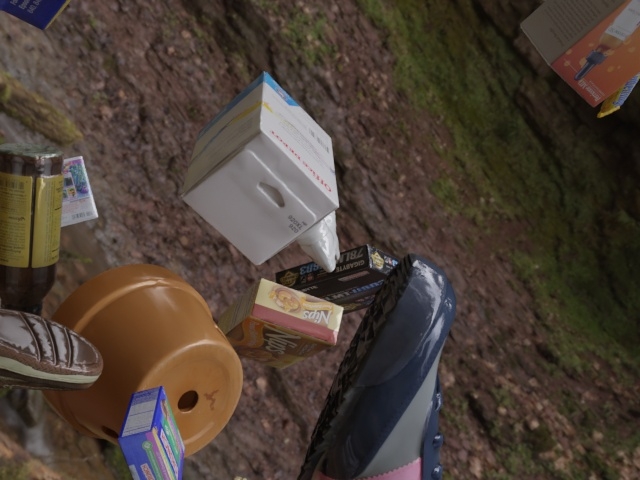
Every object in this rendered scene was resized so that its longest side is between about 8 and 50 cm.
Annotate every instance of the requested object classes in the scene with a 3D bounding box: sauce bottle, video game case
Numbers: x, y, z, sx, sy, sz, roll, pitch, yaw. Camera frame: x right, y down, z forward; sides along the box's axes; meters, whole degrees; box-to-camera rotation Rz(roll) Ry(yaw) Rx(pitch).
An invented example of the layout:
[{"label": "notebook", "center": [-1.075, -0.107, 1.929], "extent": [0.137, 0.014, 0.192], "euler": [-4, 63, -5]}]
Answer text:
[{"label": "sauce bottle", "center": [-0.493, 0.014, 1.115], "extent": [0.111, 0.111, 0.344], "euler": [-130, -131, -67]}, {"label": "video game case", "center": [-0.585, -0.100, 1.477], "extent": [0.019, 0.157, 0.143], "euler": [6, -69, 57]}]

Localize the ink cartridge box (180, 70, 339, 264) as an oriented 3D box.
[{"label": "ink cartridge box", "center": [-0.092, -0.117, 1.060], "extent": [0.171, 0.168, 0.232], "euler": [43, 22, -25]}]

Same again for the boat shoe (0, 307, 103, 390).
[{"label": "boat shoe", "center": [-0.389, 0.133, 0.774], "extent": [0.257, 0.095, 0.095], "euler": [23, 21, -22]}]

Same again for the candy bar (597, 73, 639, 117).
[{"label": "candy bar", "center": [0.451, -0.227, 0.999], "extent": [0.161, 0.040, 0.018], "euler": [65, 2, -74]}]

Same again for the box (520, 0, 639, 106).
[{"label": "box", "center": [0.369, -0.277, 0.849], "extent": [0.130, 0.170, 0.091], "euler": [22, 38, -40]}]

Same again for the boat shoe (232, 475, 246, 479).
[{"label": "boat shoe", "center": [-0.149, 0.416, 0.861], "extent": [0.089, 0.285, 0.104], "euler": [41, 15, 6]}]

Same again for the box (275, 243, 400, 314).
[{"label": "box", "center": [0.082, 0.113, 1.795], "extent": [0.293, 0.295, 0.073], "euler": [24, 54, -52]}]

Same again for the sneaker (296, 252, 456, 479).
[{"label": "sneaker", "center": [0.051, 0.164, 0.444], "extent": [0.131, 0.319, 0.112], "euler": [19, 22, 5]}]

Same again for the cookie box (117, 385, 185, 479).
[{"label": "cookie box", "center": [-0.184, 0.227, 0.744], "extent": [0.107, 0.040, 0.092], "euler": [-118, -167, -74]}]

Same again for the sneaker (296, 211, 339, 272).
[{"label": "sneaker", "center": [0.000, 0.000, 1.149], "extent": [0.094, 0.080, 0.212], "euler": [61, 11, -11]}]

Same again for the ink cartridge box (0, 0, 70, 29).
[{"label": "ink cartridge box", "center": [-0.225, -0.358, 0.709], "extent": [0.072, 0.303, 0.307], "euler": [35, 49, -30]}]

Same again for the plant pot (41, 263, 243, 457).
[{"label": "plant pot", "center": [-0.259, 0.204, 1.047], "extent": [0.203, 0.291, 0.291], "euler": [25, -24, 42]}]

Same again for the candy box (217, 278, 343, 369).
[{"label": "candy box", "center": [-0.101, 0.187, 1.428], "extent": [0.183, 0.087, 0.316], "euler": [20, -26, -16]}]
